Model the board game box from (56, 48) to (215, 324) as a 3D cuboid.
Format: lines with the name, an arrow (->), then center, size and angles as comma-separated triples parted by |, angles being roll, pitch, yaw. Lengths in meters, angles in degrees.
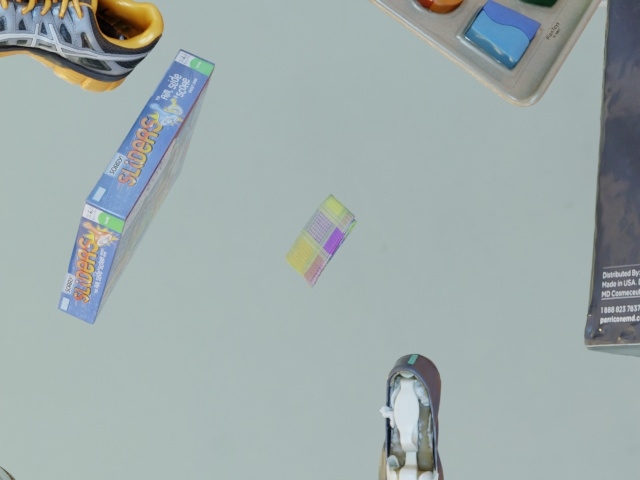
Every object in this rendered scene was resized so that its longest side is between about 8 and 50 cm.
board game box -> -0.150, -0.046, 1.332 | 0.136, 0.035, 0.201 | 114, 180, -45

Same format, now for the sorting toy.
sorting toy -> 0.197, -0.306, 1.736 | 0.229, 0.307, 0.041 | 33, 149, 1

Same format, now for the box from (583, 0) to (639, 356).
box -> 0.355, -0.056, 1.132 | 0.182, 0.296, 0.294 | -10, 74, 57

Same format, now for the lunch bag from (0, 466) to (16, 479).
lunch bag -> -0.297, 0.227, 0.910 | 0.256, 0.305, 0.213 | 99, 168, -76

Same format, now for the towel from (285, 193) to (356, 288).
towel -> 0.000, 0.000, 1.577 | 0.083, 0.009, 0.060 | -57, 38, 9

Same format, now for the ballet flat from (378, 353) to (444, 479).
ballet flat -> 0.092, 0.220, 1.687 | 0.074, 0.074, 0.203 | 176, 95, -79

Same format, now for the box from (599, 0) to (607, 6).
box -> 0.233, -0.369, 1.940 | 0.148, 0.311, 0.121 | 103, 163, -50

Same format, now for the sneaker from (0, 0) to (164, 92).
sneaker -> -0.214, -0.181, 1.246 | 0.083, 0.215, 0.084 | -26, 64, 38
